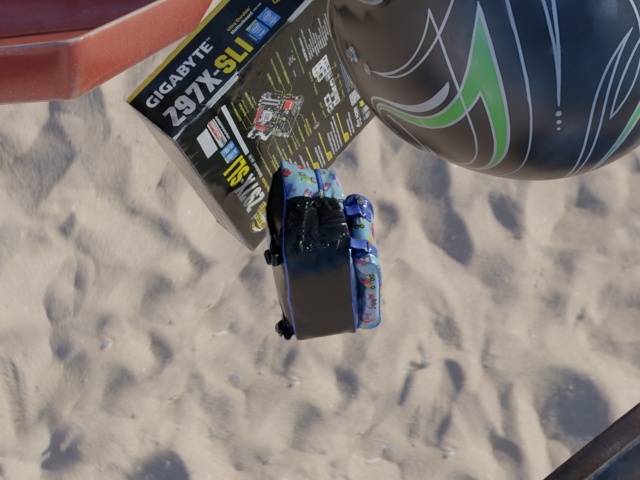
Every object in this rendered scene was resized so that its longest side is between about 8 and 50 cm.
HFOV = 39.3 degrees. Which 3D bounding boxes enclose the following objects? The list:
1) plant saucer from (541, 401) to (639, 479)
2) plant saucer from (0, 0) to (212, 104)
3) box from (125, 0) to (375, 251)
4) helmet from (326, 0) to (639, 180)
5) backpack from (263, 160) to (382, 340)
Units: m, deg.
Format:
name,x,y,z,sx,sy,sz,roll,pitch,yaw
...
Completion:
name,x,y,z,sx,sy,sz,roll,pitch,yaw
plant saucer,0.178,0.145,0.539,0.311,0.310,0.050,-31,71,-19
plant saucer,-0.231,-0.152,0.694,0.259,0.259,0.047,-1,114,18
box,-0.052,-0.152,1.007,0.079,0.322,0.257,40,82,21
helmet,0.098,-0.111,0.416,0.170,0.161,0.169,1,87,-25
backpack,0.000,0.000,0.965,0.117,0.158,0.173,-6,47,0
